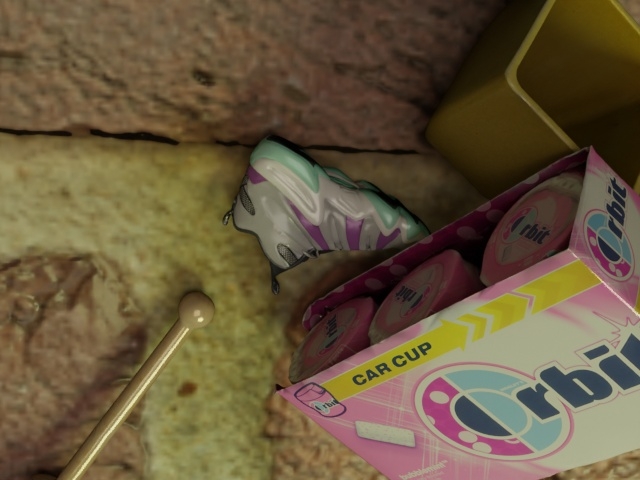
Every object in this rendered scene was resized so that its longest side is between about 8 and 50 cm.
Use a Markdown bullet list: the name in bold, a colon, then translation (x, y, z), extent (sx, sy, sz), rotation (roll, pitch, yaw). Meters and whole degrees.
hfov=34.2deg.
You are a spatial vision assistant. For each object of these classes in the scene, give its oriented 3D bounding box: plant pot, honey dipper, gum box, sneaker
- **plant pot**: translation (0.096, -0.060, 0.466), extent (0.081, 0.083, 0.081), rotation (42, 60, -18)
- **honey dipper**: translation (-0.105, 0.090, 0.513), extent (0.030, 0.030, 0.160), rotation (35, 95, -17)
- **gum box**: translation (0.077, 0.051, 0.465), extent (0.107, 0.062, 0.188), rotation (40, 135, -19)
- **sneaker**: translation (0.000, 0.000, 0.500), extent (0.098, 0.038, 0.069), rotation (29, 102, -8)
